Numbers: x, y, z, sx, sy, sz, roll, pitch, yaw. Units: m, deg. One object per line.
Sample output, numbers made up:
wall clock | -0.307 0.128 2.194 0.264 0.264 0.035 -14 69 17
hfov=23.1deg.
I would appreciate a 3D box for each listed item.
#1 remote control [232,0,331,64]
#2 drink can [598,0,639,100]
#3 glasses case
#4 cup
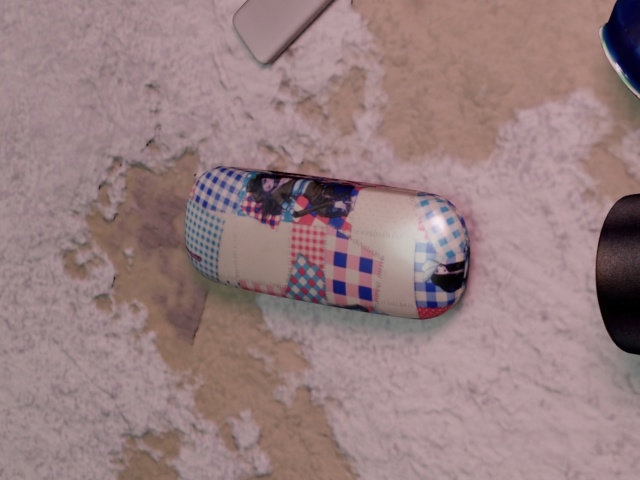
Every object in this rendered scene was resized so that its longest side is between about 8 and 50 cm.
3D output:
remote control | 0.008 -0.279 1.561 0.261 0.029 0.067 -42 75 32
drink can | 0.338 -0.202 1.304 0.205 0.118 0.118 -37 77 30
glasses case | 0.000 0.000 1.576 0.327 0.076 0.125 9 100 32
cup | 0.356 0.001 1.334 0.177 0.239 0.166 -2 138 38
